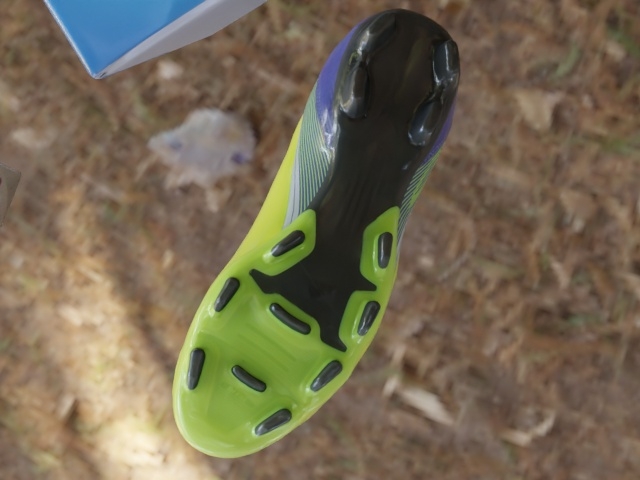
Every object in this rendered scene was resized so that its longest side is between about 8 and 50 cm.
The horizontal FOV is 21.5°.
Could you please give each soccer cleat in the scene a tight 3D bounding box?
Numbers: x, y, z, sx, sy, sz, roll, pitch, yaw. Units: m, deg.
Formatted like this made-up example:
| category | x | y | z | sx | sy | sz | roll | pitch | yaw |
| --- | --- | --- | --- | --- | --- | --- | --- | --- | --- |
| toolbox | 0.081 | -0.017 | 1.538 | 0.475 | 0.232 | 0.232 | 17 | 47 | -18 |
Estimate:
| category | x | y | z | sx | sy | sz | roll | pitch | yaw |
| --- | --- | --- | --- | --- | --- | --- | --- | --- | --- |
| soccer cleat | 0.001 | 0.000 | 0.976 | 0.093 | 0.289 | 0.121 | 27 | 163 | -3 |

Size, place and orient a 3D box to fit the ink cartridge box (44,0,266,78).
| category | x | y | z | sx | sy | sz | roll | pitch | yaw |
| --- | --- | --- | --- | --- | --- | --- | --- | --- | --- |
| ink cartridge box | -0.076 | -0.160 | 0.564 | 0.082 | 0.139 | 0.190 | -29 | 96 | 16 |

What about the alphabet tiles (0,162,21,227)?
| category | x | y | z | sx | sy | sz | roll | pitch | yaw |
| --- | --- | --- | --- | --- | --- | --- | --- | --- | --- |
| alphabet tiles | -0.168 | 0.050 | 0.455 | 0.009 | 0.198 | 0.237 | 21 | 176 | 16 |
